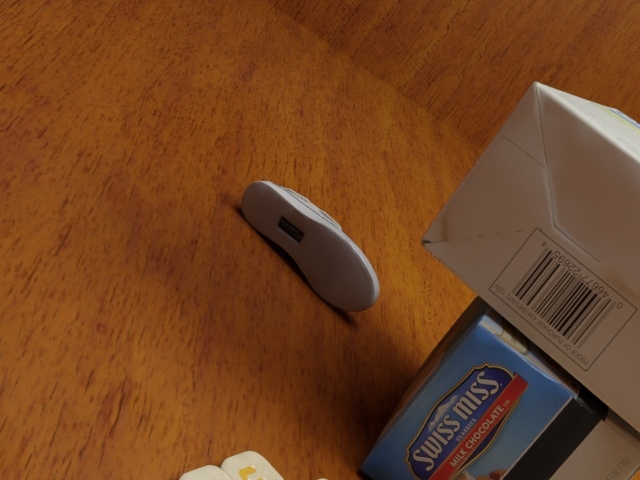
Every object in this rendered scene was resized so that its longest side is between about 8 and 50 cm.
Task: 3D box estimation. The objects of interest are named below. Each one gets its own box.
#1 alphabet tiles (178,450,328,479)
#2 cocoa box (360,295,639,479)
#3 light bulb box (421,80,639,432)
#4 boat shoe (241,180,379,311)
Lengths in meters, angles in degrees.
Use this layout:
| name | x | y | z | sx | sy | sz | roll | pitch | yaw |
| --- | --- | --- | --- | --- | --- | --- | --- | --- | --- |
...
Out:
| name | x | y | z | sx | sy | sz | roll | pitch | yaw |
| --- | --- | --- | --- | --- | --- | --- | --- | --- | --- |
| alphabet tiles | -0.006 | 0.307 | 1.023 | 0.284 | 0.021 | 0.278 | 44 | 20 | 19 |
| cocoa box | 0.232 | 0.201 | 1.358 | 0.228 | 0.231 | 0.347 | 38 | 19 | 5 |
| light bulb box | 0.365 | 0.020 | 1.307 | 0.358 | 0.225 | 0.361 | 42 | 19 | 20 |
| boat shoe | 0.000 | 0.000 | 1.621 | 0.258 | 0.095 | 0.084 | 47 | 25 | 21 |
